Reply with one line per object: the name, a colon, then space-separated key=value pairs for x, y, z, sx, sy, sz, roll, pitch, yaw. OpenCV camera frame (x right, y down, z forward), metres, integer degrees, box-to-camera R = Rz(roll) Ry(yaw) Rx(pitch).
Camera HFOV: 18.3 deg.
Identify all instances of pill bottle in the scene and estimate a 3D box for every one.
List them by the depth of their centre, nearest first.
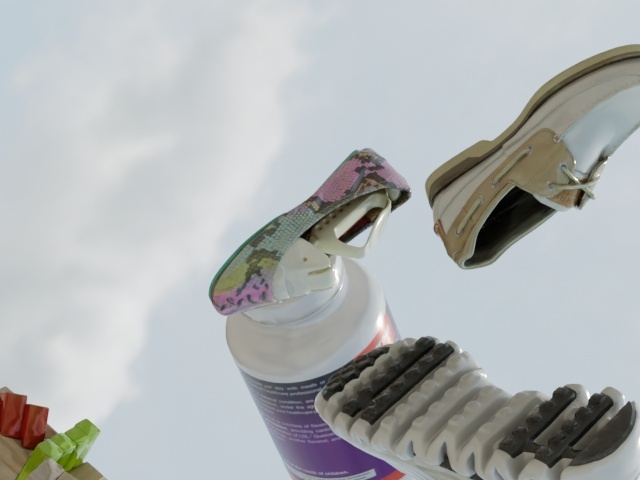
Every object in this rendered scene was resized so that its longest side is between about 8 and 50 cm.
pill bottle: x=0.006 y=0.139 z=2.215 sx=0.182 sy=0.323 sz=0.181 roll=-12 pitch=-138 yaw=11

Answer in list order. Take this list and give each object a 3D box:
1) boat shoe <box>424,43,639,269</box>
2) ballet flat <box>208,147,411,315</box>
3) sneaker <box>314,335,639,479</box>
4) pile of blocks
boat shoe: x=0.231 y=-0.075 z=1.948 sx=0.302 sy=0.113 sz=0.103 roll=-39 pitch=-130 yaw=37
ballet flat: x=0.000 y=0.000 z=1.747 sx=0.079 sy=0.077 sz=0.221 roll=32 pitch=-124 yaw=26
sneaker: x=0.106 y=0.148 z=1.353 sx=0.110 sy=0.118 sz=0.292 roll=-37 pitch=-149 yaw=-26
pile of blocks: x=-0.216 y=0.255 z=1.840 sx=0.362 sy=0.149 sz=0.112 roll=54 pitch=-56 yaw=34
